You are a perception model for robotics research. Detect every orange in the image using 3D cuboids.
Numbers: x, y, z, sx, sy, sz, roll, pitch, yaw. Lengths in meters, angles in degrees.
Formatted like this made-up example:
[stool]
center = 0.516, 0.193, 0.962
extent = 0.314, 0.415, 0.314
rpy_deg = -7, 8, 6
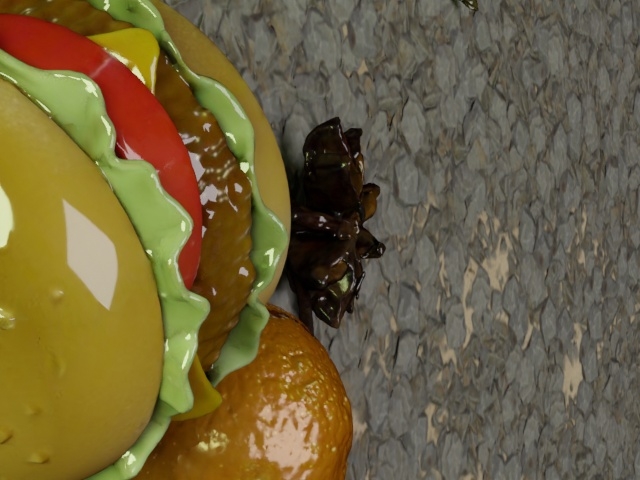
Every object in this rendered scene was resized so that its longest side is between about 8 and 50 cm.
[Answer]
[orange]
center = -0.075, 0.126, 0.948
extent = 0.161, 0.193, 0.193
rpy_deg = 35, 60, -46

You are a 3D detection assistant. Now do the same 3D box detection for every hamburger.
[hamburger]
center = -0.164, 0.002, 0.721
extent = 0.212, 0.274, 0.275
rpy_deg = -45, 127, -58

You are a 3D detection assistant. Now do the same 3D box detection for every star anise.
[star anise]
center = 0.001, 0.001, 1.171
extent = 0.234, 0.073, 0.177
rpy_deg = -63, 151, -63

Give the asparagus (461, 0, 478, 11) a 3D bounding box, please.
[asparagus]
center = 0.102, -0.304, 1.403
extent = 0.233, 0.022, 0.023
rpy_deg = 54, 2, -41
